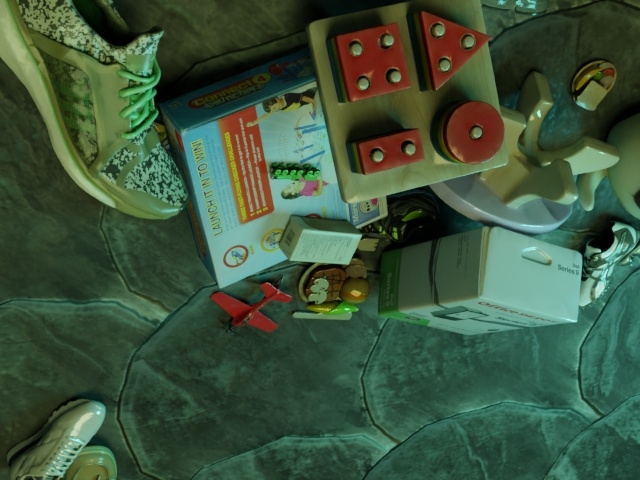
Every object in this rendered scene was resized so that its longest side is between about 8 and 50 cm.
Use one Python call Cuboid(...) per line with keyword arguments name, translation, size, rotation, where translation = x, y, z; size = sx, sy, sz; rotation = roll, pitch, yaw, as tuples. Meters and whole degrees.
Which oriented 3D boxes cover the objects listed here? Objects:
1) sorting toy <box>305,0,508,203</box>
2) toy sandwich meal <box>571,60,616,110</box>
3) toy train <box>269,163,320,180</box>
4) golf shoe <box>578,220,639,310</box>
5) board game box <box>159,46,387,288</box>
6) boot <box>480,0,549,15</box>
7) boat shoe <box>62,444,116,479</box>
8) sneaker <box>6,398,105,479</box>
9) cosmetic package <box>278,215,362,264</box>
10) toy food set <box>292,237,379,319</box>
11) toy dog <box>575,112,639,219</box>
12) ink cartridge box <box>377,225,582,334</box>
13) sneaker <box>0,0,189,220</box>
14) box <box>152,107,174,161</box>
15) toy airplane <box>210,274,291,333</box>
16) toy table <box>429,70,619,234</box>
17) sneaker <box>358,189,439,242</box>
Cuboid(name="sorting toy", translation=(0.135, -0.202, 1.492), size=(0.255, 0.089, 0.257), rotation=(-15, 100, -14))
Cuboid(name="toy sandwich meal", translation=(0.444, -0.251, 1.743), size=(0.085, 0.029, 0.085), rotation=(-9, 132, -11))
Cuboid(name="toy train", translation=(-0.038, -0.097, 1.564), size=(0.083, 0.017, 0.024), rotation=(-1, 135, -33))
Cuboid(name="golf shoe", translation=(0.508, 0.042, 2.001), size=(0.094, 0.077, 0.198), rotation=(30, 109, -24))
Cuboid(name="board game box", translation=(-0.058, -0.115, 1.612), size=(0.302, 0.086, 0.308), rotation=(-23, 134, -16))
Cuboid(name="boot", translation=(0.250, -0.399, 1.521), size=(0.246, 0.083, 0.161), rotation=(9, 132, -24))
Cuboid(name="boat shoe", translation=(-0.441, 0.501, 2.058), size=(0.104, 0.089, 0.285), rotation=(-1, 132, -16))
Cuboid(name="sneaker", translation=(-0.470, 0.378, 1.943), size=(0.235, 0.095, 0.090), rotation=(-42, 128, 17))
Cuboid(name="cosmetic package", translation=(0.000, 0.000, 1.650), size=(0.115, 0.041, 0.060), rotation=(6, 120, -37))
Cuboid(name="toy food set", translation=(0.028, 0.079, 1.885), size=(0.132, 0.038, 0.192), rotation=(2, 129, -20))
Cuboid(name="toy dog", translation=(0.647, -0.076, 1.707), size=(0.395, 0.408, 0.284), rotation=(-10, 131, -11))
Cuboid(name="ink cartridge box", translation=(0.261, 0.074, 1.800), size=(0.211, 0.121, 0.289), rotation=(14, 165, -27))
Cuboid(name="sneaker", translation=(-0.266, -0.201, 1.376), size=(0.182, 0.158, 0.410), rotation=(-16, 120, 29))
Cuboid(name="box", translation=(-0.267, -0.166, 1.558), size=(0.169, 0.059, 0.054), rotation=(18, 117, -30))
Cuboid(name="toy airplane", translation=(-0.112, 0.117, 1.879), size=(0.151, 0.028, 0.151), rotation=(-9, 131, -10))
Cuboid(name="toy table", translation=(0.317, -0.124, 1.685), size=(0.274, 0.252, 0.161), rotation=(4, 144, -31))
Cuboid(name="sneaker", translation=(0.108, -0.033, 1.788), size=(0.188, 0.078, 0.067), rotation=(-13, 132, -7))
